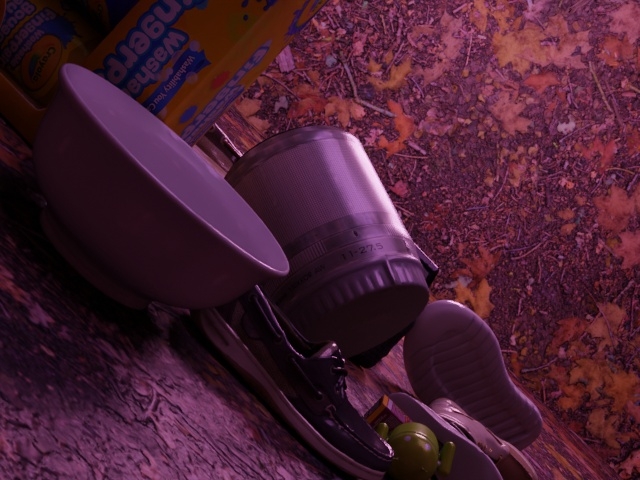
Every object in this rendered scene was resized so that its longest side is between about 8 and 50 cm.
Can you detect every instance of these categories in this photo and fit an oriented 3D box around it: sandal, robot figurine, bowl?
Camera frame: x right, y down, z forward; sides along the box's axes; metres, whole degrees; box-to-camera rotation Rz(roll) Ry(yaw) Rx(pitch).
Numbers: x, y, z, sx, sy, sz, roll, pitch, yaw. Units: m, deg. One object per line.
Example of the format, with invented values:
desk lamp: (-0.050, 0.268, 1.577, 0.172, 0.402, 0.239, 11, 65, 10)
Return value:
sandal: (0.257, 0.247, 1.924, 0.416, 0.169, 0.102, 55, 3, -35)
robot figurine: (0.112, 0.263, 1.327, 0.101, 0.067, 0.115, 17, 5, 6)
bowl: (-0.181, -0.027, 1.070, 0.298, 0.134, 0.298, 43, 8, -7)

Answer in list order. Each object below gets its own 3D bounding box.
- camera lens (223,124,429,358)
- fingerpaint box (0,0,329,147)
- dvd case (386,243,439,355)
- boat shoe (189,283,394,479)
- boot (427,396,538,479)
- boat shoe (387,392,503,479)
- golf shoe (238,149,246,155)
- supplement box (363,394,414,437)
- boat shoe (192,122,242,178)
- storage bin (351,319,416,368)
camera lens: (0.000, 0.000, 1.451, 0.219, 0.219, 0.274, 32, 29, -61)
fingerpaint box: (-0.223, -0.319, 1.276, 0.371, 0.445, 0.163, 46, 8, 7)
dvd case: (0.094, 0.068, 1.851, 0.022, 0.253, 0.180, -26, 64, -37)
boat shoe: (-0.016, 0.145, 1.174, 0.285, 0.092, 0.103, 44, 7, -1)
boot: (0.242, 0.331, 1.655, 0.213, 0.077, 0.165, 40, 5, 9)
boat shoe: (0.177, 0.292, 1.500, 0.219, 0.078, 0.070, 45, 8, 18)
golf shoe: (-0.124, -0.079, 1.869, 0.306, 0.140, 0.115, 22, 4, 7)
supplement box: (0.099, 0.251, 1.424, 0.083, 0.043, 0.055, 44, 7, 3)
boat shoe: (-0.218, -0.180, 1.634, 0.342, 0.123, 0.123, 47, 50, -10)
storage bin: (0.058, 0.104, 1.738, 0.084, 0.122, 0.180, 39, 9, -35)
